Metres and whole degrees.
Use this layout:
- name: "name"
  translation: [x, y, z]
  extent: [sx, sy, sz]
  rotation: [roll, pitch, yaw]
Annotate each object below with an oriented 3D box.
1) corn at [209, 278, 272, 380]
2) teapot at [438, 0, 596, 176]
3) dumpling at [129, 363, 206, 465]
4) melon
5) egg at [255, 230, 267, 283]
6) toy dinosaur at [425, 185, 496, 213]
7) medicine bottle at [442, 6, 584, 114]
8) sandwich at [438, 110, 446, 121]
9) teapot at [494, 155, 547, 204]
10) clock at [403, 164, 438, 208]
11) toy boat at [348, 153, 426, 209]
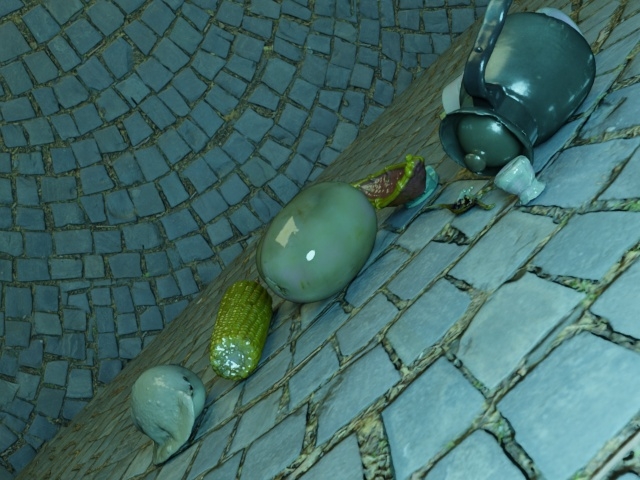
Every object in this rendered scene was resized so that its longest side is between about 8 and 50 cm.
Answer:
- name: "corn"
  translation: [-0.193, 0.208, 1.466]
  extent: [0.144, 0.144, 0.387]
  rotation: [-43, 14, 9]
- name: "teapot"
  translation: [0.334, -0.245, 1.013]
  extent: [0.285, 0.224, 0.305]
  rotation: [-57, -8, -17]
- name: "dumpling"
  translation: [-0.366, 0.404, 1.366]
  extent: [0.243, 0.176, 0.226]
  rotation: [112, 173, -85]
- name: "melon"
  translation: [0.000, 0.000, 1.306]
  extent: [0.223, 0.223, 0.317]
  rotation: [-29, 20, 53]
- name: "egg"
  translation: [-0.068, 0.037, 1.514]
  extent: [0.186, 0.186, 0.241]
  rotation: [-40, 2, 21]
- name: "toy dinosaur"
  translation: [0.271, -0.075, 1.105]
  extent: [0.058, 0.037, 0.180]
  rotation: [-43, 11, -19]
- name: "medicine bottle"
  translation: [0.412, -0.354, 1.277]
  extent: [0.293, 0.170, 0.170]
  rotation: [-28, 20, 51]
- name: "sandwich"
  translation: [0.394, -0.318, 1.630]
  extent: [0.074, 0.074, 0.116]
  rotation: [-39, 45, 21]
- name: "teapot"
  translation: [0.322, -0.098, 0.941]
  extent: [0.064, 0.064, 0.083]
  rotation: [-44, 5, 39]
- name: "clock"
  translation: [0.231, -0.121, 1.397]
  extent: [0.101, 0.041, 0.135]
  rotation: [-39, 12, 25]
- name: "toy boat"
  translation: [0.162, -0.132, 1.351]
  extent: [0.141, 0.099, 0.318]
  rotation: [-55, 14, -17]
